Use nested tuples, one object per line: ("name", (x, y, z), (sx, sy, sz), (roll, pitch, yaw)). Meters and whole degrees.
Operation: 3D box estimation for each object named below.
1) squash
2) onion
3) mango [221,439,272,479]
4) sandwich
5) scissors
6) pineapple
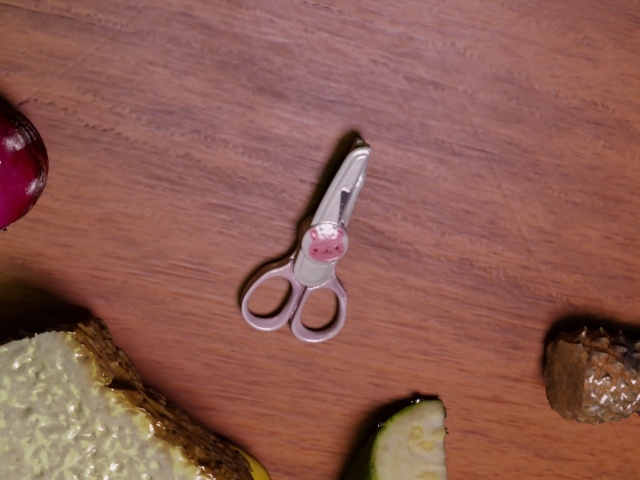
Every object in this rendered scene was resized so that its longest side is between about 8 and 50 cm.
("squash", (0.064, 0.332, 1.736), (0.111, 0.203, 0.289), (4, 150, -14))
("onion", (-0.356, -0.085, 1.392), (0.173, 0.135, 0.198), (-21, 116, -4))
("mango", (-0.170, 0.295, 1.641), (0.237, 0.091, 0.137), (-14, 112, 3))
("sandwich", (-0.270, 0.227, 1.519), (0.262, 0.131, 0.325), (-43, 97, 8))
("scissors", (0.000, 0.000, 1.560), (0.118, 0.030, 0.242), (14, 116, -17))
("pineapple", (0.378, 0.148, 1.670), (0.237, 0.111, 0.119), (-1, 148, -20))
